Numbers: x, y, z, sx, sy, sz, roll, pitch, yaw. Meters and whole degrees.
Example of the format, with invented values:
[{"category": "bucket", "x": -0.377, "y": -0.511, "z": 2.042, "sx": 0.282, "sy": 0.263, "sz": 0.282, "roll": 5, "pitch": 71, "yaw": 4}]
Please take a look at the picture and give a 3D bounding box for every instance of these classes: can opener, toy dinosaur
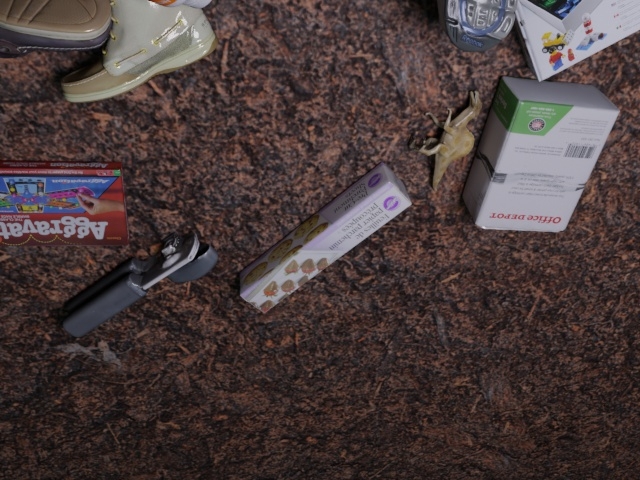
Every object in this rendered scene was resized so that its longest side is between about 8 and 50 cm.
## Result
[{"category": "can opener", "x": -0.297, "y": 0.082, "z": 1.103, "sx": 0.283, "sy": 0.076, "sz": 0.095, "roll": -32, "pitch": 125, "yaw": 17}, {"category": "toy dinosaur", "x": 0.189, "y": -0.143, "z": 1.019, "sx": 0.092, "sy": 0.053, "sz": 0.183, "roll": 9, "pitch": 126, "yaw": -18}]

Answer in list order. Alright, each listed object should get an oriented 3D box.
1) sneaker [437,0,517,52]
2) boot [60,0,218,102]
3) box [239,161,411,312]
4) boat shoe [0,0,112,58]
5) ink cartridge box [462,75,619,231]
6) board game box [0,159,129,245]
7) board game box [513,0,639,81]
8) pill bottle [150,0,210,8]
[{"category": "sneaker", "x": 0.183, "y": -0.384, "z": 0.798, "sx": 0.111, "sy": 0.129, "sz": 0.297, "roll": 5, "pitch": 108, "yaw": -11}, {"category": "boot", "x": -0.255, "y": -0.277, "z": 0.826, "sx": 0.213, "sy": 0.077, "sz": 0.165, "roll": -23, "pitch": 129, "yaw": 0}, {"category": "box", "x": 0.000, "y": 0.000, "z": 1.093, "sx": 0.324, "sy": 0.067, "sz": 0.063, "roll": -37, "pitch": 125, "yaw": 20}, {"category": "boat shoe", "x": -0.374, "y": -0.265, "z": 0.784, "sx": 0.285, "sy": 0.103, "sz": 0.092, "roll": 10, "pitch": 148, "yaw": 7}, {"category": "ink cartridge box", "x": 0.331, "y": -0.129, "z": 1.027, "sx": 0.160, "sy": 0.093, "sz": 0.219, "roll": 3, "pitch": 127, "yaw": -11}, {"category": "board game box", "x": -0.440, "y": -0.054, "z": 1.004, "sx": 0.281, "sy": 0.027, "sz": 0.145, "roll": -1, "pitch": 129, "yaw": -9}, {"category": "board game box", "x": 0.398, "y": -0.368, "z": 0.875, "sx": 0.305, "sy": 0.053, "sz": 0.193, "roll": -27, "pitch": 128, "yaw": 11}, {"category": "pill bottle", "x": -0.186, "y": -0.307, "z": 0.722, "sx": 0.152, "sy": 0.086, "sz": 0.086, "roll": 3, "pitch": 134, "yaw": -50}]
